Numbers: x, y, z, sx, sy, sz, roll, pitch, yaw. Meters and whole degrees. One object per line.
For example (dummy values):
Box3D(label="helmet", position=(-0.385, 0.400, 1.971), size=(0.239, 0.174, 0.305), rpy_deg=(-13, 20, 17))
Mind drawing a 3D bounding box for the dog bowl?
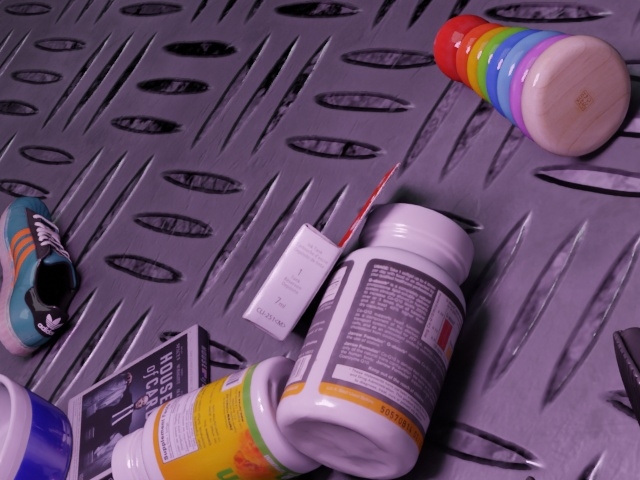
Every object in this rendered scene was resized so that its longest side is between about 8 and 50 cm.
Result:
Box3D(label="dog bowl", position=(-0.463, 0.322, 1.883), size=(0.265, 0.104, 0.265), rpy_deg=(-33, 38, 29))

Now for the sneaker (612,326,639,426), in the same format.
Box3D(label="sneaker", position=(0.374, 0.169, 1.203), size=(0.146, 0.122, 0.330), rpy_deg=(-27, 35, -3))

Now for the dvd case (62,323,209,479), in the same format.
Box3D(label="dvd case", position=(-0.246, 0.234, 1.836), size=(0.238, 0.029, 0.179), rpy_deg=(-32, 38, 21))

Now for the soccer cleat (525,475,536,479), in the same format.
Box3D(label="soccer cleat", position=(0.241, 0.338, 1.178), size=(0.143, 0.116, 0.331), rpy_deg=(-61, 32, 8))

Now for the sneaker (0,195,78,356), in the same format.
Box3D(label="sneaker", position=(-0.434, 0.038, 2.165), size=(0.121, 0.108, 0.302), rpy_deg=(-29, 47, 22))

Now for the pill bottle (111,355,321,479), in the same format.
Box3D(label="pill bottle", position=(-0.121, 0.238, 1.608), size=(0.245, 0.136, 0.136), rpy_deg=(-25, 40, 28))

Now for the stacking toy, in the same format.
Box3D(label="stacking toy", position=(0.235, -0.208, 1.699), size=(0.141, 0.141, 0.330), rpy_deg=(-48, 29, -2))

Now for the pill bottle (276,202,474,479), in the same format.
Box3D(label="pill bottle", position=(0.069, 0.108, 1.518), size=(0.162, 0.162, 0.278), rpy_deg=(-6, 50, 43))

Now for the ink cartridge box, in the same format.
Box3D(label="ink cartridge box", position=(0.000, 0.000, 1.636), size=(0.239, 0.060, 0.275), rpy_deg=(-58, 0, 0))
